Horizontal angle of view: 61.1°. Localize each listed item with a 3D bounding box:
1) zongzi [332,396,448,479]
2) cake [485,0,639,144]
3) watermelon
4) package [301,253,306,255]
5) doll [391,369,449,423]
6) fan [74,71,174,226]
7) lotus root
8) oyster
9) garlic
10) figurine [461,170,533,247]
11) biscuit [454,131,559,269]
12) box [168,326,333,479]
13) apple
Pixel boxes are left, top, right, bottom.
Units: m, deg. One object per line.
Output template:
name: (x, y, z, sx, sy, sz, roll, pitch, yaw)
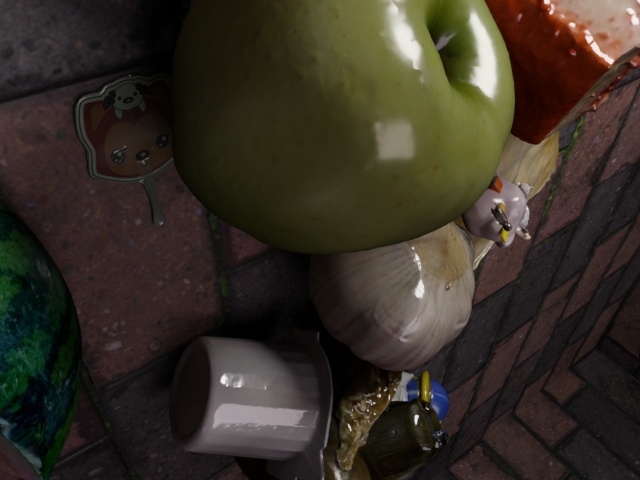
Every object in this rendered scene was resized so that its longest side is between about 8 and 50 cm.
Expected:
zongzi: (0.177, 0.550, 1.455, 0.403, 0.208, 0.432, -28, 151, 19)
cake: (0.331, -0.325, 0.730, 0.319, 0.270, 0.269, -41, 168, -8)
watermelon: (-0.370, 0.049, 0.559, 0.222, 0.319, 0.292, -59, 170, -49)
package: (0.000, 0.000, 0.969, 0.083, 0.029, 0.059, -5, 121, -54)
doll: (0.228, 0.411, 1.485, 0.311, 0.242, 0.160, 72, 34, -50)
fan: (-0.219, -0.099, 0.671, 0.131, 0.009, 0.220, -25, 139, -26)
lotus root: (-0.031, 0.501, 1.163, 0.250, 0.346, 0.251, -21, 131, -25)
oyster: (0.066, 0.229, 1.001, 0.111, 0.396, 0.204, 36, 98, -17)
garlic: (0.110, 0.063, 0.904, 0.317, 0.318, 0.259, -18, 163, -33)
figurine: (0.311, -0.054, 0.945, 0.228, 0.111, 0.138, 2, 85, -53)
biscuit: (0.343, -0.164, 1.072, 0.429, 0.104, 0.446, -47, 144, -14)
box: (-0.128, 0.285, 0.912, 0.206, 0.291, 0.262, 15, 126, -32)
apple: (0.016, -0.151, 0.577, 0.357, 0.357, 0.358, -26, 140, -25)
